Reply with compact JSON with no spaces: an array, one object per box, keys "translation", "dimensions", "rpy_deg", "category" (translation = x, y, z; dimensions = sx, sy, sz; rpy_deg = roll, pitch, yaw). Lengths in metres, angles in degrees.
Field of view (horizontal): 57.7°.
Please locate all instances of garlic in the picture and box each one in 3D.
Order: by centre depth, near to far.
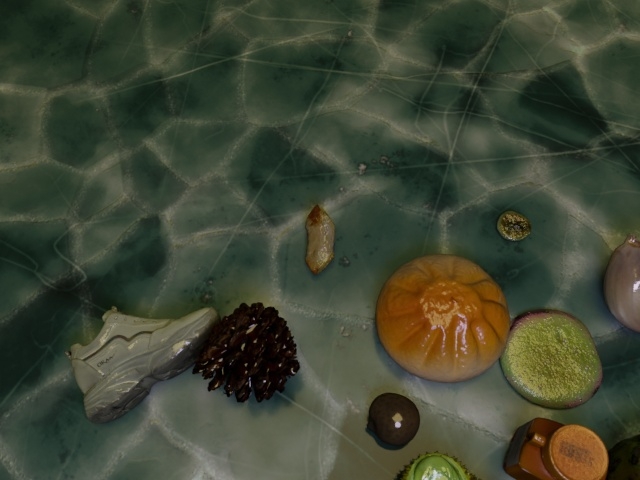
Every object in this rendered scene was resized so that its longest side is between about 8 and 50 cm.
[{"translation":[0.724,0.100,1.250],"dimensions":[0.228,0.110,0.217],"rpy_deg":[44,109,-4],"category":"garlic"}]

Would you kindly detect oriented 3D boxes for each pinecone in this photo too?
[{"translation":[-0.143,0.239,1.218],"dimensions":[0.221,0.221,0.222],"rpy_deg":[-1,65,2],"category":"pinecone"}]

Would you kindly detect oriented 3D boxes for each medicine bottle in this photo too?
[{"translation":[0.451,0.415,1.100],"dimensions":[0.149,0.222,0.112],"rpy_deg":[24,68,14],"category":"medicine bottle"}]

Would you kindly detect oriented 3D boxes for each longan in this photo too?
[{"translation":[0.149,0.370,1.204],"dimensions":[0.113,0.092,0.114],"rpy_deg":[-3,75,10],"category":"longan"}]

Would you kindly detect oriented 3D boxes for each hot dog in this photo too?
[{"translation":[0.001,0.000,1.398],"dimensions":[0.078,0.061,0.169],"rpy_deg":[0,84,37],"category":"hot dog"}]

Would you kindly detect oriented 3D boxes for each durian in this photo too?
[{"translation":[0.250,0.516,1.068],"dimensions":[0.200,0.177,0.236],"rpy_deg":[-30,27,-31],"category":"durian"}]

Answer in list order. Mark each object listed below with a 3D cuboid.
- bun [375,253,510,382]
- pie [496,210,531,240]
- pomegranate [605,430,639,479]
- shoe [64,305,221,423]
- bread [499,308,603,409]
[{"translation":[0.271,0.157,1.260],"dimensions":[0.298,0.165,0.299],"rpy_deg":[-1,67,2],"category":"bun"},{"translation":[0.473,-0.035,1.418],"dimensions":[0.084,0.021,0.084],"rpy_deg":[-1,65,2],"category":"pie"},{"translation":[0.635,0.493,1.063],"dimensions":[0.221,0.204,0.277],"rpy_deg":[-14,58,26],"category":"pomegranate"},{"translation":[-0.395,0.217,1.274],"dimensions":[0.342,0.132,0.211],"rpy_deg":[-35,71,-9],"category":"shoe"},{"translation":[0.508,0.255,1.277],"dimensions":[0.228,0.033,0.229],"rpy_deg":[-1,64,2],"category":"bread"}]
